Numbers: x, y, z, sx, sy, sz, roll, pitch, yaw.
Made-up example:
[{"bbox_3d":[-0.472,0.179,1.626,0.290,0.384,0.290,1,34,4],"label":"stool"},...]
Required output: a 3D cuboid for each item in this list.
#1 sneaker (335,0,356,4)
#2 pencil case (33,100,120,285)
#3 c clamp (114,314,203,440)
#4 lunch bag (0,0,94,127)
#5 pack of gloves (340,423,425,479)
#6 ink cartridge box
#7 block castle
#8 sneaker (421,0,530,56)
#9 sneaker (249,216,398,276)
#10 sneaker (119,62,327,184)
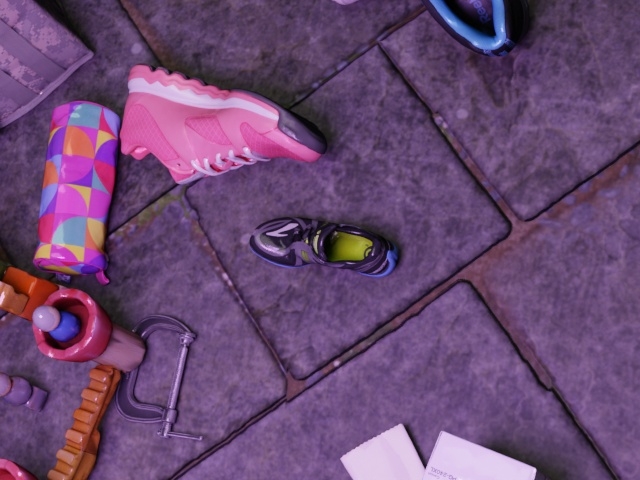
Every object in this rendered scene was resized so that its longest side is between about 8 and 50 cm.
[{"bbox_3d":[0.140,-0.376,1.575,0.292,0.110,0.118,-30,75,9],"label":"sneaker"},{"bbox_3d":[-0.318,-0.062,1.631,0.105,0.104,0.236,-3,73,19],"label":"pencil case"},{"bbox_3d":[-0.193,0.170,1.547,0.137,0.022,0.160,-3,71,26],"label":"c clamp"},{"bbox_3d":[-0.500,-0.254,1.681,0.287,0.235,0.169,-39,57,5],"label":"lunch bag"},{"bbox_3d":[0.065,0.354,1.388,0.195,0.046,0.232,-29,67,-4],"label":"pack of gloves"},{"bbox_3d":[0.181,0.258,1.307,0.109,0.150,0.063,19,79,24],"label":"ink cartridge box"},{"bbox_3d":[-0.472,0.156,1.535,0.453,0.213,0.303,16,78,26],"label":"block castle"},{"bbox_3d":[0.135,-0.366,1.463,0.125,0.139,0.340,-37,96,19],"label":"sneaker"},{"bbox_3d":[0.000,0.000,1.503,0.188,0.078,0.067,9,75,23],"label":"sneaker"},{"bbox_3d":[-0.130,-0.127,1.592,0.314,0.116,0.136,18,89,31],"label":"sneaker"}]
